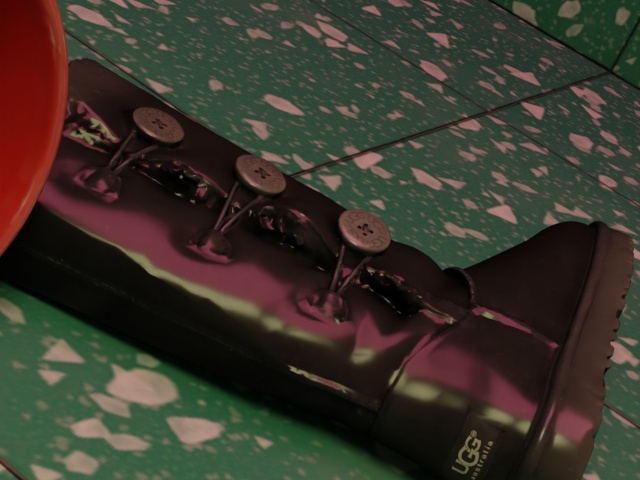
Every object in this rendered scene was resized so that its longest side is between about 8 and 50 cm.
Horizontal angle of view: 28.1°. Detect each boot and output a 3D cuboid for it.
[{"bbox_3d":[0.000,0.000,0.966,0.445,0.146,0.367,24,24,6],"label":"boot"}]

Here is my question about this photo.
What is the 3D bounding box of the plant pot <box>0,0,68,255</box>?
[{"bbox_3d":[-0.322,-0.103,0.732,0.243,0.275,0.275,31,24,36],"label":"plant pot"}]
